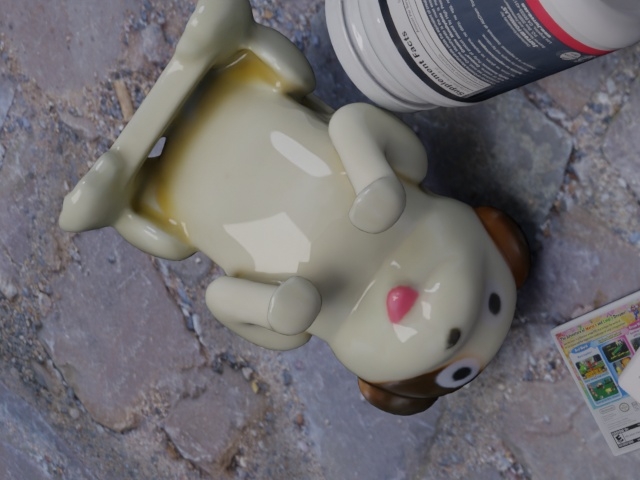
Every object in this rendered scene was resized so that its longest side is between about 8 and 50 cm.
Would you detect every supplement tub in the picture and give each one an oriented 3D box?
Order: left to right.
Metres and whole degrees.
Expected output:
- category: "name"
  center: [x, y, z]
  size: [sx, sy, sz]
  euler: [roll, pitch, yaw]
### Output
- category: "supplement tub"
  center: [0.156, -0.230, 1.602]
  size: [0.272, 0.191, 0.191]
  euler: [-18, 96, 45]

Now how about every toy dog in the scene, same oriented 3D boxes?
- category: "toy dog"
  center: [0.000, 0.000, 1.760]
  size: [0.408, 0.284, 0.395]
  euler: [36, 175, 6]

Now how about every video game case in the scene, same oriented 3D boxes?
- category: "video game case"
  center: [0.312, 0.125, 1.738]
  size: [0.157, 0.019, 0.143]
  euler: [-29, 87, 46]

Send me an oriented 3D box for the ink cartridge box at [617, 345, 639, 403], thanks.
- category: "ink cartridge box"
  center: [0.416, 0.077, 1.544]
  size: [0.198, 0.115, 0.273]
  euler: [42, 128, 18]
